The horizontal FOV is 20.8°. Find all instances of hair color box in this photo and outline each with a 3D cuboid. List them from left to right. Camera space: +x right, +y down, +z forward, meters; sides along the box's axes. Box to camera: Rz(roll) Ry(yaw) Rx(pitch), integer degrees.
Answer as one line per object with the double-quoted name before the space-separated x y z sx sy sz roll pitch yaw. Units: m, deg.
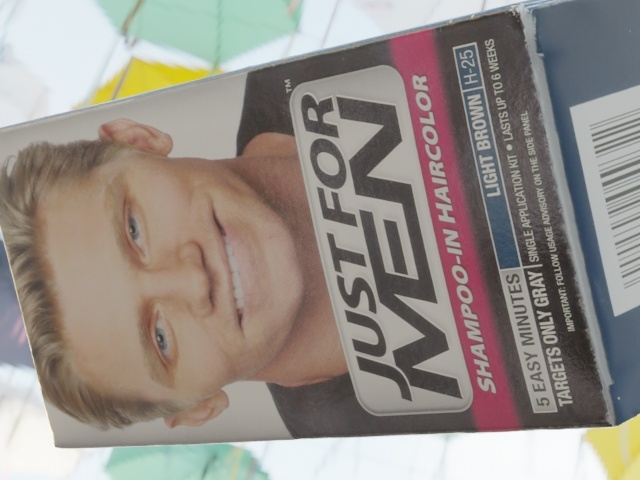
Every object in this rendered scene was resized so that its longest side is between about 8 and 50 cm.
"hair color box" 0.000 0.000 0.811 0.347 0.105 0.174 -9 -83 43
